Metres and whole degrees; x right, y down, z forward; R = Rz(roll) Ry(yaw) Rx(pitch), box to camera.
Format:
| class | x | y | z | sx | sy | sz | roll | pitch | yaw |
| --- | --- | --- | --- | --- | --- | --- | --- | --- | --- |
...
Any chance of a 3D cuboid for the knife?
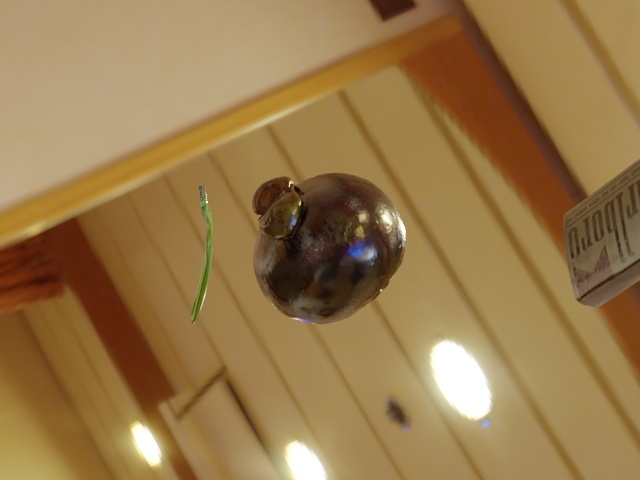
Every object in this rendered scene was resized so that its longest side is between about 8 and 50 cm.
| class | x | y | z | sx | sy | sz | roll | pitch | yaw |
| --- | --- | --- | --- | --- | --- | --- | --- | --- | --- |
| knife | -0.139 | 0.020 | 1.566 | 0.078 | 0.023 | 0.166 | -95 | -171 | -73 |

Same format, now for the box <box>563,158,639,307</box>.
| class | x | y | z | sx | sy | sz | roll | pitch | yaw |
| --- | --- | --- | --- | --- | --- | --- | --- | --- | --- |
| box | 0.324 | -0.018 | 1.381 | 0.177 | 0.036 | 0.115 | -43 | -139 | 49 |

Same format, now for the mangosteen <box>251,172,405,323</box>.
| class | x | y | z | sx | sy | sz | roll | pitch | yaw |
| --- | --- | --- | --- | --- | --- | --- | --- | --- | --- |
| mangosteen | 0.000 | 0.000 | 1.214 | 0.152 | 0.152 | 0.152 | 44 | -30 | 35 |
